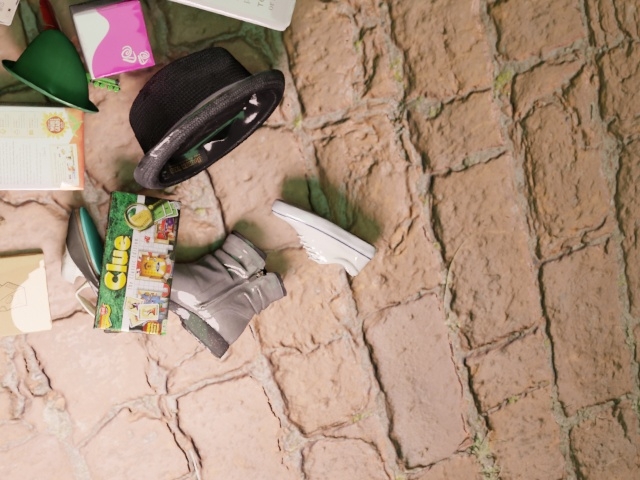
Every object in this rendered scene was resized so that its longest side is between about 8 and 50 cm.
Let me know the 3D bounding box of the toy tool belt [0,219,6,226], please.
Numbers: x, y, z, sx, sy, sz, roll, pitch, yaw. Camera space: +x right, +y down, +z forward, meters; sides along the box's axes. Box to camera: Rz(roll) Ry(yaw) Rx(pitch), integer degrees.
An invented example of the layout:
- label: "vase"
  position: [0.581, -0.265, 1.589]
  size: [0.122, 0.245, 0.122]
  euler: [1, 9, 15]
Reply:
- label: "toy tool belt"
  position: [-0.630, -0.048, 1.634]
  size: [0.051, 0.052, 0.083]
  euler: [-49, 122, -33]

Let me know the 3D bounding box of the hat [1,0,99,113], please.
- label: "hat"
  position: [-0.442, -0.350, 1.522]
  size: [0.208, 0.173, 0.183]
  euler: [27, 99, -20]

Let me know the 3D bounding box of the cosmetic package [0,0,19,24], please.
- label: "cosmetic package"
  position: [-0.615, -0.474, 1.375]
  size: [0.309, 0.113, 0.160]
  euler: [25, 101, 15]

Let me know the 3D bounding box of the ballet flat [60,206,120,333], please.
- label: "ballet flat"
  position: [-0.447, 0.071, 1.703]
  size: [0.096, 0.095, 0.280]
  euler: [-21, 112, 3]

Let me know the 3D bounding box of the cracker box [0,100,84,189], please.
- label: "cracker box"
  position: [-0.554, -0.174, 1.602]
  size: [0.232, 0.067, 0.155]
  euler: [-1, 106, -18]

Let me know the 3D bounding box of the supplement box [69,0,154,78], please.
- label: "supplement box"
  position: [-0.366, -0.359, 1.518]
  size: [0.111, 0.220, 0.114]
  euler: [-16, 111, -12]

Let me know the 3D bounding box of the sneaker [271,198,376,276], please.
- label: "sneaker"
  position: [0.000, 0.000, 1.814]
  size: [0.258, 0.094, 0.091]
  euler: [28, 92, -24]

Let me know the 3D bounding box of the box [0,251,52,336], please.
- label: "box"
  position: [-0.632, 0.111, 1.694]
  size: [0.201, 0.021, 0.164]
  euler: [-6, 109, -16]

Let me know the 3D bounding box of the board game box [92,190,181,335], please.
- label: "board game box"
  position: [-0.344, 0.044, 1.645]
  size: [0.136, 0.030, 0.259]
  euler: [8, 82, -21]

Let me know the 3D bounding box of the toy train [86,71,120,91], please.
- label: "toy train"
  position: [-0.414, -0.298, 1.634]
  size: [0.083, 0.017, 0.023]
  euler: [12, 92, -20]

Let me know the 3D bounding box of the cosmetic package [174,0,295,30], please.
- label: "cosmetic package"
  position: [-0.235, -0.562, 1.436]
  size: [0.394, 0.329, 0.327]
  euler: [11, 104, -19]

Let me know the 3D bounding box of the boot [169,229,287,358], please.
- label: "boot"
  position: [-0.243, 0.055, 1.763]
  size: [0.223, 0.118, 0.338]
  euler: [-47, 115, -10]

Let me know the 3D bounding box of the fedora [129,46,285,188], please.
- label: "fedora"
  position: [-0.231, -0.245, 1.607]
  size: [0.334, 0.334, 0.152]
  euler: [-38, 83, -3]
